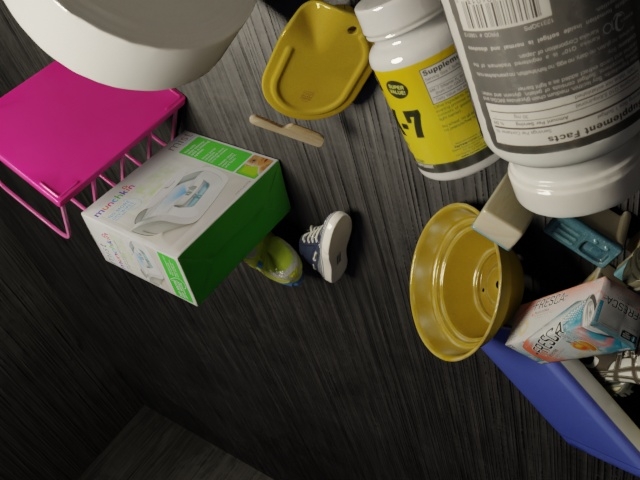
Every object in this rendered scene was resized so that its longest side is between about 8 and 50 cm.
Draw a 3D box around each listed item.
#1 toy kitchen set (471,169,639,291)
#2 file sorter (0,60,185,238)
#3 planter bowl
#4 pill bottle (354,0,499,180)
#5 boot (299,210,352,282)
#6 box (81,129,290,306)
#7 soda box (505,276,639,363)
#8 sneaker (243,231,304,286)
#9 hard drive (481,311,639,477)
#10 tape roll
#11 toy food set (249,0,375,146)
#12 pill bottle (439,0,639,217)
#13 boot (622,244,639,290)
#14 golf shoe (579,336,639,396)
[{"bbox_3d":[0.283,0.026,0.778,0.207,0.122,0.166,34,148,11],"label":"toy kitchen set"},{"bbox_3d":[-0.417,-0.177,1.112,0.202,0.290,0.182,38,151,4],"label":"file sorter"},{"bbox_3d":[0.217,0.059,0.878,0.090,0.217,0.217,5,157,-22],"label":"planter bowl"},{"bbox_3d":[0.126,-0.181,0.692,0.119,0.119,0.208,1,131,46],"label":"pill bottle"},{"bbox_3d":[0.000,0.000,1.095,0.086,0.069,0.190,34,150,20],"label":"boot"},{"bbox_3d":[-0.225,-0.048,1.092,0.231,0.262,0.126,22,143,29],"label":"box"},{"bbox_3d":[0.292,0.099,0.736,0.058,0.063,0.183,28,160,-3],"label":"soda box"},{"bbox_3d":[-0.120,0.015,1.223,0.240,0.091,0.126,43,173,29],"label":"sneaker"},{"bbox_3d":[0.357,0.222,0.961,0.318,0.040,0.210,47,168,-11],"label":"hard drive"},{"bbox_3d":[-0.217,-0.321,0.724,0.286,0.286,0.100,47,148,-10],"label":"tape roll"},{"bbox_3d":[-0.011,-0.227,0.811,0.128,0.071,0.218,10,144,-22],"label":"toy food set"},{"bbox_3d":[0.213,-0.168,0.577,0.162,0.162,0.278,6,136,42],"label":"pill bottle"},{"bbox_3d":[0.451,0.045,0.637,0.208,0.076,0.189,40,123,-6],"label":"boot"},{"bbox_3d":[0.413,0.150,0.838,0.094,0.077,0.198,39,147,4],"label":"golf shoe"}]
